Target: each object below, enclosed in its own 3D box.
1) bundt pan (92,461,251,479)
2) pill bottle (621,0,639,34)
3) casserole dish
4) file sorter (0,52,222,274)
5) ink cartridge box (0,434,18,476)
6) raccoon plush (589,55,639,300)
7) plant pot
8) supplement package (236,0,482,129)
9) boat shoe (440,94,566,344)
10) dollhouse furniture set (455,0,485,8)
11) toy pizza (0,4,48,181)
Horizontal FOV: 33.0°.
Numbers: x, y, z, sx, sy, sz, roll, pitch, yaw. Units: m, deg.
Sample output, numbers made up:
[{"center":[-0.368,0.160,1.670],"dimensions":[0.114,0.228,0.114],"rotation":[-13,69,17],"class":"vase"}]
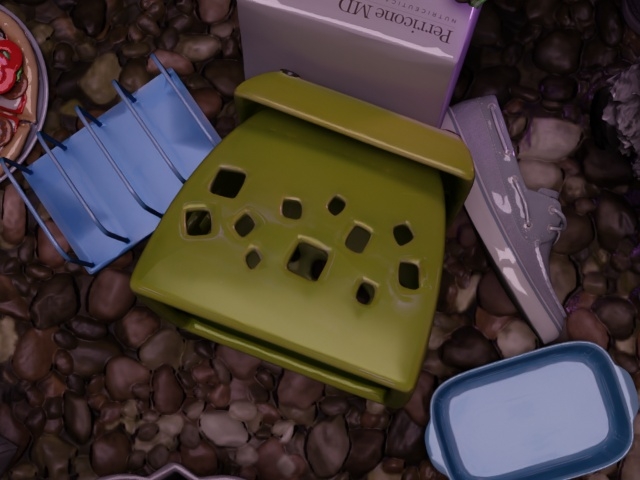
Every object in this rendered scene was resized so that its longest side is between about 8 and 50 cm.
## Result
[{"center":[-0.116,0.346,0.904],"dimensions":[0.330,0.124,0.331],"rotation":[0,86,3],"class":"bundt pan"},{"center":[0.307,-0.222,0.926],"dimensions":[0.078,0.137,0.078],"rotation":[0,85,2],"class":"pill bottle"},{"center":[0.183,0.157,0.949],"dimensions":[0.188,0.037,0.114],"rotation":[-17,85,2],"class":"casserole dish"},{"center":[-0.177,-0.068,0.953],"dimensions":[0.170,0.104,0.118],"rotation":[-35,84,0],"class":"file sorter"},{"center":[-0.391,0.194,0.952],"dimensions":[0.190,0.082,0.140],"rotation":[32,87,4],"class":"ink cartridge box"},{"center":[0.390,-0.046,0.790],"dimensions":[0.216,0.446,0.299],"rotation":[-22,82,-26],"class":"raccoon plush"},{"center":[0.000,0.000,0.884],"dimensions":[0.227,0.228,0.207],"rotation":[21,80,5],"class":"plant pot"},{"center":[0.062,-0.258,0.896],"dimensions":[0.177,0.175,0.293],"rotation":[17,74,4],"class":"supplement package"},{"center":[0.172,-0.025,0.944],"dimensions":[0.081,0.079,0.228],"rotation":[-25,81,5],"class":"boat shoe"},{"center":[0.137,-0.342,0.799],"dimensions":[0.197,0.151,0.302],"rotation":[-23,93,11],"class":"dollhouse furniture set"},{"center":[-0.354,-0.137,1.004],"dimensions":[0.201,0.032,0.201],"rotation":[0,85,3],"class":"toy pizza"}]
